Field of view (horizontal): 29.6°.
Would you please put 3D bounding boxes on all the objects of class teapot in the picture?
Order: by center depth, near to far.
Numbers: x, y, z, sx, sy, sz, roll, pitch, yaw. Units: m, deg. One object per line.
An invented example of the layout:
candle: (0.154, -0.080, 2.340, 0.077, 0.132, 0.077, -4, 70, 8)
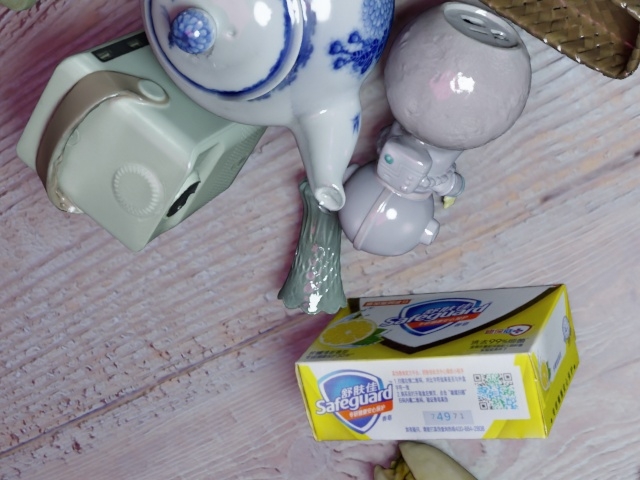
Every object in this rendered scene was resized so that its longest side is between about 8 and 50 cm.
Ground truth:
teapot: (-0.066, -0.227, 1.152, 0.252, 0.280, 0.424, -24, 100, 30)

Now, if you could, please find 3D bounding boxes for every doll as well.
doll: (0.101, -0.096, 1.218, 0.151, 0.151, 0.287, 33, 125, 9)

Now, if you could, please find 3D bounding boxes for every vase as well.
vase: (0.000, 0.000, 1.343, 0.081, 0.081, 0.149, 16, 114, 18)

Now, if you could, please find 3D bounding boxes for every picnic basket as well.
picnic basket: (0.224, -0.232, 1.117, 0.193, 0.055, 0.110, 37, 158, 18)

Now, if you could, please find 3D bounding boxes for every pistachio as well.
pistachio: (0.140, 0.315, 1.397, 0.185, 0.124, 0.124, 50, 124, 17)

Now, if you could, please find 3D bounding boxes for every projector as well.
projector: (-0.187, -0.112, 1.283, 0.177, 0.242, 0.163, 39, 120, 6)

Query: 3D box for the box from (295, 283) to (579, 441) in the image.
box: (0.126, 0.131, 1.288, 0.265, 0.168, 0.097, -4, 112, 28)

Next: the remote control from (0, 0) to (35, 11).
remote control: (-0.320, -0.368, 1.354, 0.098, 0.038, 0.233, 42, 122, 3)
